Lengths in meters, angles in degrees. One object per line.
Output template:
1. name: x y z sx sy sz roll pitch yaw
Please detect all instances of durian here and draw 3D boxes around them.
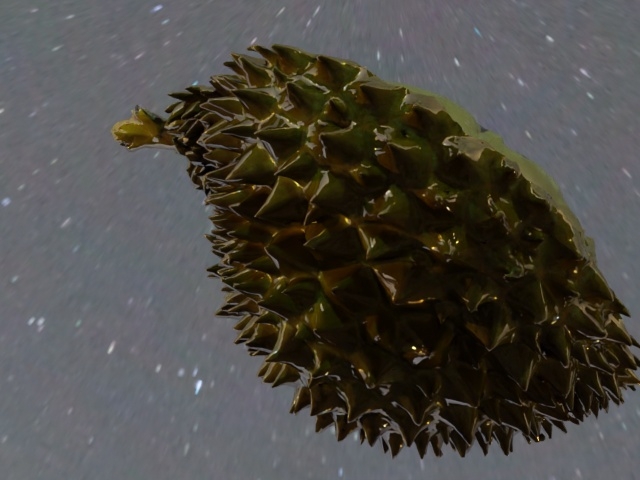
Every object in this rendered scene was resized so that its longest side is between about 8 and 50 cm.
1. durian: 0.000 0.000 0.544 0.208 0.146 0.102 30 -116 29
